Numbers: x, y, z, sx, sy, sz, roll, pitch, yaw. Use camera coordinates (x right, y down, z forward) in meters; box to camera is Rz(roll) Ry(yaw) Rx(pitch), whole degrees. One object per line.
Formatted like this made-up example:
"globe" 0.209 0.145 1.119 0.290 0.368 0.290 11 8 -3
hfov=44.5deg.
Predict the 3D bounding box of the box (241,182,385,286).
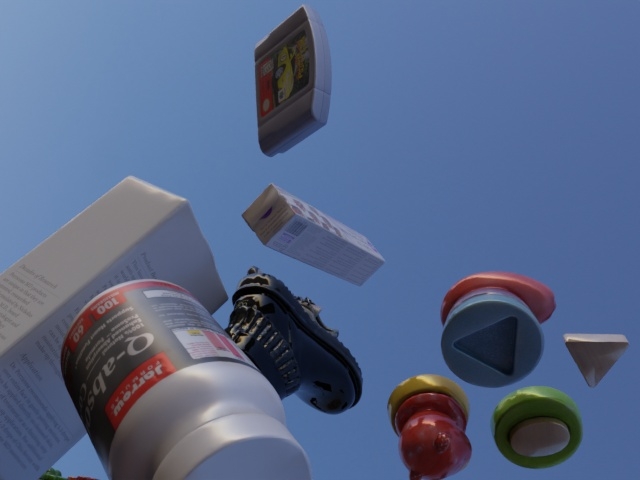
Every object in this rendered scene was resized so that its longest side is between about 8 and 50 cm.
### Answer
"box" 0.000 0.000 1.158 0.067 0.324 0.063 -44 -118 11

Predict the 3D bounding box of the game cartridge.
"game cartridge" -0.059 -0.342 1.640 0.196 0.060 0.294 -26 -122 37

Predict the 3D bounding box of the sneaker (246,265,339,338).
"sneaker" -0.067 0.158 1.828 0.108 0.100 0.271 -44 -92 9

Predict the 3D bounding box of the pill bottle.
"pill bottle" -0.168 0.206 0.934 0.363 0.210 0.210 35 -67 53

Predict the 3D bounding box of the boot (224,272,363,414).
"boot" -0.067 0.252 1.306 0.131 0.348 0.260 -25 -149 30

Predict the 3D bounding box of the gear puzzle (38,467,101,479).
"gear puzzle" -0.505 0.463 1.513 0.175 0.339 0.044 -29 -134 55

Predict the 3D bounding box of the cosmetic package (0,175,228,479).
"cosmetic package" -0.375 0.131 1.205 0.161 0.453 0.230 23 -37 36

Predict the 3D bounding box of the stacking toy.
"stacking toy" 0.257 0.217 1.057 0.279 0.130 0.309 19 -66 -3
